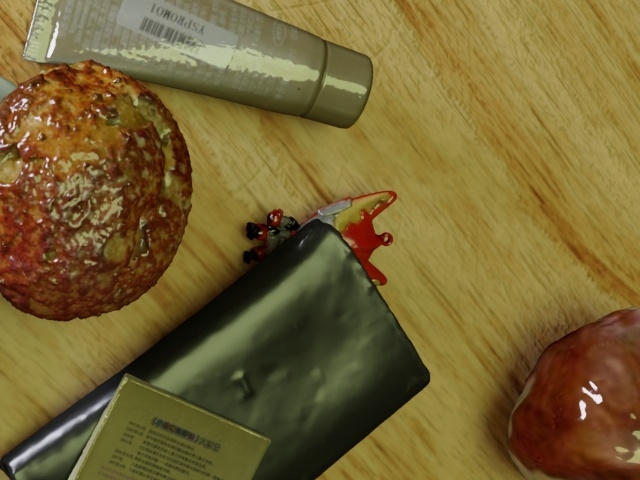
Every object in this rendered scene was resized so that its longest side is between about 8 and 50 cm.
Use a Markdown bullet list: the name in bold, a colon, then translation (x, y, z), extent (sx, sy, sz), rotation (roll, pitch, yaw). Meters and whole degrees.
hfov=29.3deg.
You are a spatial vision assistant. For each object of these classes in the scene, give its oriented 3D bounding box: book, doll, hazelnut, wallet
- **book**: translation (-0.160, 0.247, 1.183), extent (0.168, 0.013, 0.192), rotation (28, 88, -23)
- **doll**: translation (0.000, 0.000, 1.313), extent (0.169, 0.057, 0.109), rotation (0, 108, -18)
- **hazelnut**: translation (0.353, 0.216, 1.418), extent (0.261, 0.241, 0.261), rotation (-4, 100, -25)
- **wallet**: translation (-0.095, 0.181, 1.240), extent (0.406, 0.062, 0.228), rotation (-37, 110, -13)

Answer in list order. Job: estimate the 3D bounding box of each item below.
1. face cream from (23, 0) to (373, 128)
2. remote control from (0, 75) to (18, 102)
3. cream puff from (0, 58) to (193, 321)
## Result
- **face cream**: translation (-0.114, -0.197, 1.230), extent (0.341, 0.084, 0.137), rotation (15, 84, -20)
- **remote control**: translation (-0.362, -0.020, 1.109), extent (0.140, 0.056, 0.296), rotation (17, 84, -32)
- **cream puff**: translation (-0.208, -0.046, 1.106), extent (0.240, 0.164, 0.240), rotation (-4, 95, -50)
